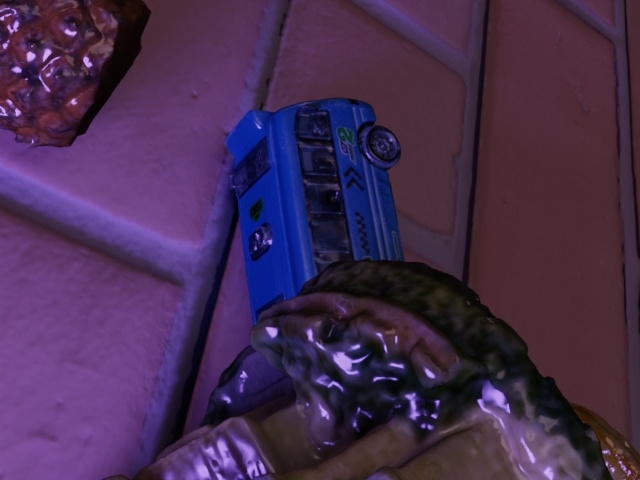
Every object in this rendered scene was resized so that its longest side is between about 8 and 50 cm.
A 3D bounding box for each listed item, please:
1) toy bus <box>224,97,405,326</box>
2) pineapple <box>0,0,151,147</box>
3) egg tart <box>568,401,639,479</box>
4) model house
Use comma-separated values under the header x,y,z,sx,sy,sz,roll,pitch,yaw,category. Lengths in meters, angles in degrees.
x,y,z,sx,sy,sz,roll,pitch,yaw,category
0.000,0.000,0.735,0.134,0.113,0.246,2,68,-30,toy bus
-0.309,-0.200,0.594,0.364,0.165,0.166,28,53,-13,pineapple
0.193,0.260,0.745,0.278,0.095,0.279,12,49,-14,egg tart
-0.041,0.177,0.493,0.266,0.321,0.261,-19,74,-40,model house
